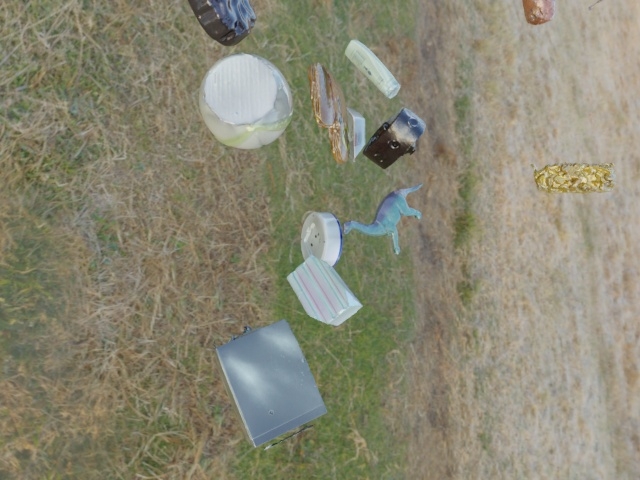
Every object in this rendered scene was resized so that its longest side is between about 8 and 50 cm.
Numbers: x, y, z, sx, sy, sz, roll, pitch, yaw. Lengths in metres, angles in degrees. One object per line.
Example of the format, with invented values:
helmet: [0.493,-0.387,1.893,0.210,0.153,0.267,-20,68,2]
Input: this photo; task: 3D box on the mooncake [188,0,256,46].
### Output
mooncake: [-0.348,-0.852,1.800,0.283,0.141,0.282,37,43,-44]

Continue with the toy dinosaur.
toy dinosaur: [0.245,-0.133,1.910,0.331,0.130,0.383,37,73,-45]

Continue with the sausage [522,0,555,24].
sausage: [0.501,-0.688,1.211,0.079,0.087,0.326,-20,96,-29]

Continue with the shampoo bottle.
shampoo bottle: [0.162,-0.532,1.556,0.049,0.072,0.212,-30,74,-38]

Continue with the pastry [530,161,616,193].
pastry: [0.812,-0.202,1.621,0.154,0.250,0.102,-17,108,-64]

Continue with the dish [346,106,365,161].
dish: [0.150,-0.460,2.185,0.064,0.154,0.234,-11,128,-11]

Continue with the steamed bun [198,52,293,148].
steamed bun: [-0.233,-0.429,1.611,0.310,0.310,0.308,12,74,-45]

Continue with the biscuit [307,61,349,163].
biscuit: [0.037,-0.382,1.526,0.277,0.052,0.261,17,67,-69]

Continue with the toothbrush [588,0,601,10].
toothbrush: [0.690,-0.590,1.235,0.006,0.097,0.008,0,92,-4]

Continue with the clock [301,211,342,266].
clock: [0.000,0.000,2.012,0.083,0.230,0.230,4,79,-28]

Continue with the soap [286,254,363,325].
soap: [0.014,0.158,1.520,0.091,0.145,0.230,30,21,-52]

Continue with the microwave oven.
microwave oven: [-0.189,0.463,1.650,0.237,0.432,0.374,-22,78,-18]

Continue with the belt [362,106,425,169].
belt: [0.298,-0.392,1.961,0.164,0.289,0.184,38,65,-8]
